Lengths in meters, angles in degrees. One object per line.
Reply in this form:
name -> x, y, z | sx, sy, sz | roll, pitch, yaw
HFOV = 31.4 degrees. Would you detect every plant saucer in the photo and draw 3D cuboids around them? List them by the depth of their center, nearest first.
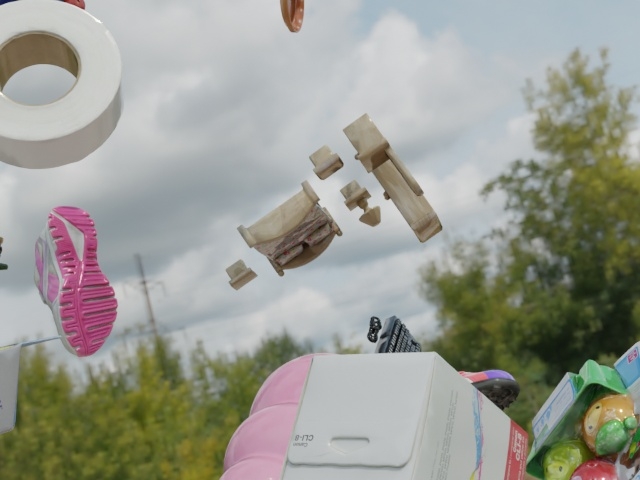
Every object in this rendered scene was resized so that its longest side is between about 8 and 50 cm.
plant saucer -> -0.035, -0.292, 1.371 | 0.013, 0.083, 0.083 | 0, -7, 14

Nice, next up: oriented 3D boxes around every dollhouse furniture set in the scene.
dollhouse furniture set -> 0.000, 0.000, 1.838 | 0.355, 0.174, 0.303 | -35, -16, 3

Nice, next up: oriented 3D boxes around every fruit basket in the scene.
fruit basket -> 0.453, 0.374, 1.901 | 0.327, 0.165, 0.353 | -62, 3, 31

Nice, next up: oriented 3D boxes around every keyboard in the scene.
keyboard -> 0.112, 0.162, 1.730 | 0.023, 0.108, 0.180 | -44, 5, 18

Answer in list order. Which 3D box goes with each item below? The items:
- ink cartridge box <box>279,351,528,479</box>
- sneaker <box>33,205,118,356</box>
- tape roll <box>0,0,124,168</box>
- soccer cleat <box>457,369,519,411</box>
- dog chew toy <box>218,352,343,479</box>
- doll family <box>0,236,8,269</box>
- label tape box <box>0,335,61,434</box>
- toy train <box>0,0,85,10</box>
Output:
ink cartridge box -> 0.073, 0.185, 0.949 | 0.128, 0.127, 0.176 | -6, -33, 35
sneaker -> -0.407, 0.077, 1.865 | 0.103, 0.252, 0.111 | 3, -27, -35
tape roll -> -0.476, -0.266, 1.923 | 0.286, 0.286, 0.100 | -12, -22, -12
soccer cleat -> 0.193, 0.258, 1.921 | 0.109, 0.116, 0.318 | 31, -43, -34
dog chew toy -> -0.025, 0.277, 1.409 | 0.207, 0.206, 0.332 | -20, 11, 30
doll family -> -0.672, 0.023, 2.088 | 0.193, 0.111, 0.076 | 4, -38, -6
label tape box -> -0.525, 0.225, 1.454 | 0.249, 0.115, 0.348 | -16, -2, 36
toy train -> -0.539, -0.471, 2.023 | 0.105, 0.143, 0.248 | -34, -39, 32
